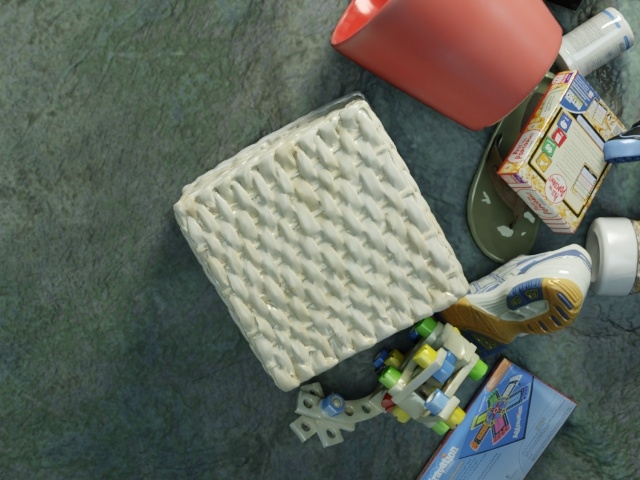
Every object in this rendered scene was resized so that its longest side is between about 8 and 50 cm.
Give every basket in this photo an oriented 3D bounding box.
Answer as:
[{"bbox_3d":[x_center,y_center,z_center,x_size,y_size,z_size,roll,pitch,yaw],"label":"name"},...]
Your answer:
[{"bbox_3d":[0.000,0.000,1.435,0.328,0.266,0.331,-29,99,4],"label":"basket"}]

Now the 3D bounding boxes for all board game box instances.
[{"bbox_3d":[0.362,-0.130,1.458,0.147,0.045,0.193,42,71,-26],"label":"board game box"},{"bbox_3d":[0.276,0.339,1.603,0.145,0.027,0.281,33,98,-6],"label":"board game box"}]

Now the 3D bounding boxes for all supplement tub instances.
[{"bbox_3d":[0.407,-0.293,1.481,0.107,0.071,0.071,-31,97,5],"label":"supplement tub"}]

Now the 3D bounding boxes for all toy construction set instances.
[{"bbox_3d":[0.112,0.224,1.472,0.328,0.215,0.151,-27,110,43],"label":"toy construction set"}]

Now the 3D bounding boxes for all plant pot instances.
[{"bbox_3d":[0.188,-0.302,1.397,0.243,0.275,0.275,38,97,-16],"label":"plant pot"}]

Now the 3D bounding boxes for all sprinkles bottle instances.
[{"bbox_3d":[0.592,0.026,1.504,0.356,0.121,0.121,0,99,0],"label":"sprinkles bottle"}]

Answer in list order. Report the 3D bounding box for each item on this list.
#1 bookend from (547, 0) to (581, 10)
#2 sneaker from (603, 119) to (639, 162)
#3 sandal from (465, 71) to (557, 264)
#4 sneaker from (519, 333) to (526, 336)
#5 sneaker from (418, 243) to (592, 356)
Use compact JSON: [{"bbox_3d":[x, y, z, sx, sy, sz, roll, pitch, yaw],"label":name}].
[{"bbox_3d":[0.382,-0.453,1.446,0.072,0.156,0.157,19,55,-2],"label":"bookend"},{"bbox_3d":[0.514,-0.173,1.475,0.232,0.081,0.090,-12,89,-23],"label":"sneaker"},{"bbox_3d":[0.299,-0.110,1.502,0.120,0.086,0.302,11,99,-1],"label":"sandal"},{"bbox_3d":[0.337,0.095,1.553,0.070,0.051,0.134,40,102,-5],"label":"sneaker"},{"bbox_3d":[0.283,0.089,1.493,0.296,0.131,0.112,-17,114,44],"label":"sneaker"}]
